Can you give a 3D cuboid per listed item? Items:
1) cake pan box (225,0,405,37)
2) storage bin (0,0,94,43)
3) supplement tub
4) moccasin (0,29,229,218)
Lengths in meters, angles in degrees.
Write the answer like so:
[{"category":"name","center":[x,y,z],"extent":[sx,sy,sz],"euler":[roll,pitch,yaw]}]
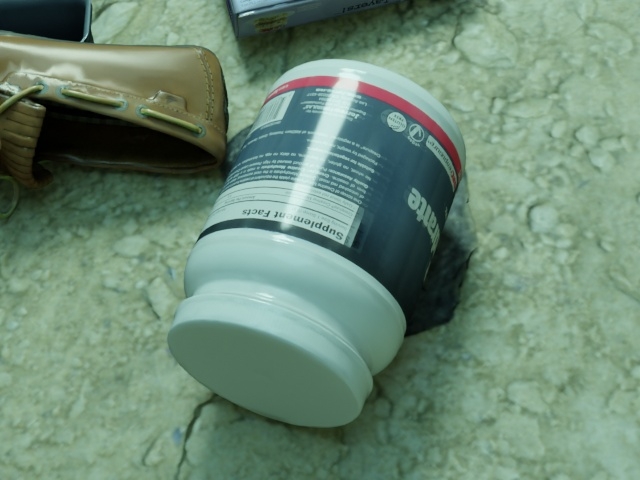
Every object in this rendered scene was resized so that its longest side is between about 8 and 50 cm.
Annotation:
[{"category":"cake pan box","center":[0.007,-0.360,1.303],"extent":[0.267,0.070,0.245],"euler":[-15,78,-7]},{"category":"storage bin","center":[-0.293,-0.200,1.270],"extent":[0.135,0.091,0.098],"euler":[-5,57,2]},{"category":"supplement tub","center":[0.000,0.000,1.046],"extent":[0.191,0.191,0.272],"euler":[14,60,15]},{"category":"moccasin","center":[-0.279,-0.110,1.184],"extent":[0.380,0.139,0.147],"euler":[3,61,-11]}]
